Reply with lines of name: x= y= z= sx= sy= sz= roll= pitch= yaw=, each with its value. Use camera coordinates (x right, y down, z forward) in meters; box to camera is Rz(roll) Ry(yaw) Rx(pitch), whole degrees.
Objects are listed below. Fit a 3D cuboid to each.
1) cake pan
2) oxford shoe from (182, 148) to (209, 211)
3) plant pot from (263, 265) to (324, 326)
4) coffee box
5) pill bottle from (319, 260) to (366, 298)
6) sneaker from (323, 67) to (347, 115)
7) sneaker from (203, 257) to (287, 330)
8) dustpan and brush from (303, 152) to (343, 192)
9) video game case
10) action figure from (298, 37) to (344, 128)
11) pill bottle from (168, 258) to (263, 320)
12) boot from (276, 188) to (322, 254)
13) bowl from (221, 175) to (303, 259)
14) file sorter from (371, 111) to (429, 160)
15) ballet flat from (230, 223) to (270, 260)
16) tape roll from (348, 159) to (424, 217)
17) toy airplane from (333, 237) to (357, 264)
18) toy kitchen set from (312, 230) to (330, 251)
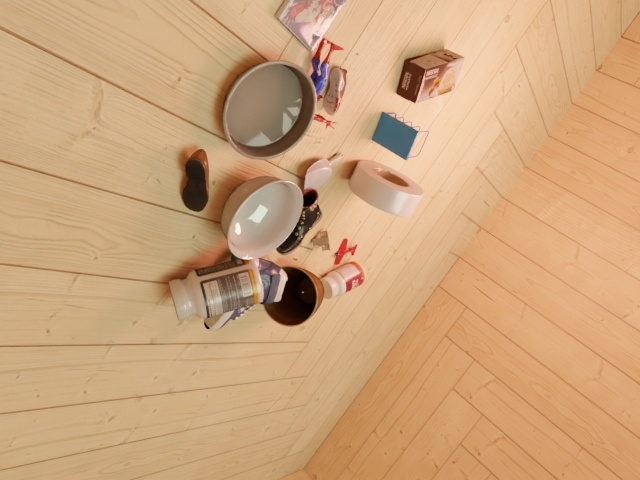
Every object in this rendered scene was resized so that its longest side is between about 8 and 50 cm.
cake pan: x=-0.148 y=-0.369 z=1.456 sx=0.293 sy=0.054 sz=0.293 roll=-22 pitch=136 yaw=-23
oxford shoe: x=-0.342 y=-0.166 z=1.463 sx=0.212 sy=0.076 sz=0.076 roll=112 pitch=-7 yaw=-46
plant pot: x=-0.082 y=0.213 z=2.113 sx=0.237 sy=0.237 sz=0.254 roll=-57 pitch=165 yaw=11
coffee box: x=0.414 y=-0.619 z=1.941 sx=0.246 sy=0.098 sz=0.141 roll=-26 pitch=142 yaw=-36
pill bottle: x=0.099 y=0.185 z=2.394 sx=0.221 sy=0.121 sz=0.121 roll=-24 pitch=141 yaw=-39
sneaker: x=0.059 y=-0.477 z=1.663 sx=0.065 sy=0.061 sz=0.158 roll=-29 pitch=145 yaw=-43
sneaker: x=-0.251 y=0.221 z=1.900 sx=0.236 sy=0.130 sz=0.322 roll=32 pitch=91 yaw=-40
dustpan and brush: x=0.012 y=-0.255 z=1.859 sx=0.211 sy=0.060 sz=0.147 roll=-29 pitch=158 yaw=-21
video game case: x=-0.014 y=-0.644 z=1.410 sx=0.201 sy=0.023 sz=0.183 roll=-55 pitch=150 yaw=8
action figure: x=0.007 y=-0.454 z=1.579 sx=0.139 sy=0.091 sz=0.280 roll=5 pitch=120 yaw=-45
pill bottle: x=-0.338 y=0.159 z=1.679 sx=0.278 sy=0.162 sz=0.162 roll=-14 pitch=138 yaw=-18
boot: x=-0.084 y=-0.070 z=1.870 sx=0.236 sy=0.085 sz=0.178 roll=-48 pitch=162 yaw=-18
bowl: x=-0.208 y=-0.095 z=1.650 sx=0.298 sy=0.134 sz=0.298 roll=-34 pitch=147 yaw=-26
file sorter: x=0.307 y=-0.402 z=1.974 sx=0.104 sy=0.170 sz=0.118 roll=-19 pitch=138 yaw=-48
ballet flat: x=-0.230 y=0.006 z=1.805 sx=0.206 sy=0.073 sz=0.067 roll=-47 pitch=165 yaw=1
tape roll: x=0.254 y=-0.204 z=2.007 sx=0.286 sy=0.286 sz=0.100 roll=-6 pitch=128 yaw=-51
toy airplane: x=0.116 y=0.053 z=2.362 sx=0.151 sy=0.028 sz=0.151 roll=-33 pitch=145 yaw=-28
toy kitchen set: x=0.000 y=0.000 z=2.153 sx=0.068 sy=0.075 sz=0.083 roll=-8 pitch=102 yaw=-1
